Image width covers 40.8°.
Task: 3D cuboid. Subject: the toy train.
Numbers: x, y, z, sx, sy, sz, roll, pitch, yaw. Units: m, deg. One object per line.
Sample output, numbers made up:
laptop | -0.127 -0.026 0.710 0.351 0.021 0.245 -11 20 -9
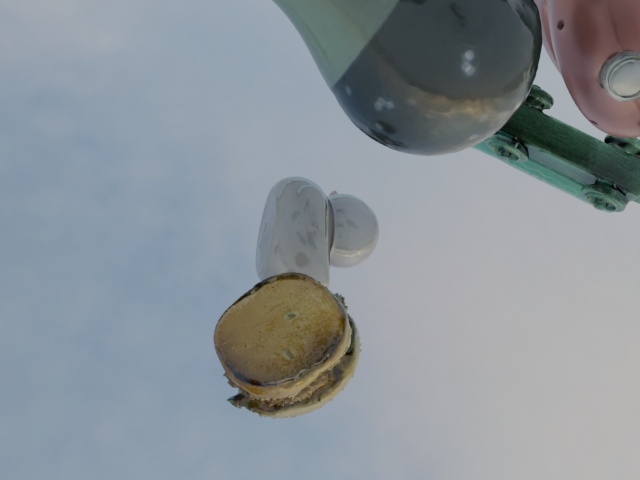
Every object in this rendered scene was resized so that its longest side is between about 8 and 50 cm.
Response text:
toy train | 0.296 -0.108 1.078 0.248 0.159 0.101 26 -95 1

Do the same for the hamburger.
hamburger | -0.041 0.132 1.114 0.182 0.118 0.191 -15 -132 3

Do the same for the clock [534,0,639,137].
clock | 0.292 -0.210 0.875 0.227 0.142 0.241 61 -153 -28

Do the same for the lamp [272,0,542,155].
lamp | 0.049 -0.213 0.725 0.314 0.182 0.182 49 -131 2

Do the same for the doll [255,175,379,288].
doll | 0.000 0.000 1.490 0.221 0.221 0.251 18 -140 -15
